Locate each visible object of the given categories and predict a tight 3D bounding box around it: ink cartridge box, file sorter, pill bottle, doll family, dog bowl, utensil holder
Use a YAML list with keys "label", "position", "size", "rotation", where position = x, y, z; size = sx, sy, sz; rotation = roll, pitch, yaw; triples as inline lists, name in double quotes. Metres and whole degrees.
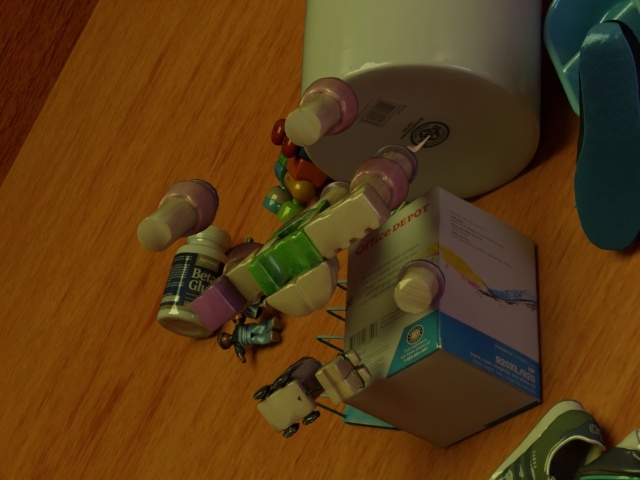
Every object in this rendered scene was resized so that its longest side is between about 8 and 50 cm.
- label: "ink cartridge box"
  position: [0.144, 0.092, 1.805]
  size: [0.171, 0.168, 0.232]
  rotation: [-34, 40, 40]
- label: "file sorter"
  position: [0.058, 0.144, 1.963]
  size: [0.118, 0.104, 0.170]
  rotation: [-3, 63, 56]
- label: "pill bottle"
  position: [-0.197, 0.063, 2.434]
  size: [0.094, 0.094, 0.169]
  rotation: [-17, 52, 51]
- label: "doll family"
  position: [-0.107, 0.089, 2.291]
  size: [0.111, 0.076, 0.193]
  rotation: [-11, 50, 31]
- label: "dog bowl"
  position: [0.358, -0.231, 1.836]
  size: [0.166, 0.074, 0.297]
  rotation: [-45, 34, 27]
- label: "utensil holder"
  position: [0.137, -0.287, 1.988]
  size: [0.328, 0.328, 0.385]
  rotation: [-31, 45, 43]

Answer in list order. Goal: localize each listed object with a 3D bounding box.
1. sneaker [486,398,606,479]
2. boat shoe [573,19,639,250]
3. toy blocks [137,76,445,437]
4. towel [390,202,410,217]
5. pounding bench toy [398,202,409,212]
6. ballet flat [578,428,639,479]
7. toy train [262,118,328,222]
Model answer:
- label: "sneaker"
  position: [0.235, 0.264, 1.624]
  size: [0.192, 0.064, 0.086]
  rotation: [-55, 25, 6]
- label: "boat shoe"
  position: [0.341, -0.118, 1.692]
  size: [0.109, 0.089, 0.258]
  rotation: [10, 113, 21]
- label: "toy blocks"
  position: [0.000, 0.000, 1.768]
  size: [0.289, 0.309, 0.260]
  rotation: [-34, 5, 22]
- label: "towel"
  position: [0.109, -0.085, 2.154]
  size: [0.152, 0.023, 0.113]
  rotation: [-53, 31, 14]
- label: "pounding bench toy"
  position: [0.136, -0.026, 2.019]
  size: [0.083, 0.065, 0.052]
  rotation: [-62, 29, -1]
- label: "ballet flat"
  position: [0.345, 0.218, 1.491]
  size: [0.203, 0.074, 0.074]
  rotation: [-3, 63, 50]
- label: "toy train"
  position: [-0.023, -0.082, 2.255]
  size: [0.248, 0.105, 0.143]
  rotation: [-126, 55, -70]
